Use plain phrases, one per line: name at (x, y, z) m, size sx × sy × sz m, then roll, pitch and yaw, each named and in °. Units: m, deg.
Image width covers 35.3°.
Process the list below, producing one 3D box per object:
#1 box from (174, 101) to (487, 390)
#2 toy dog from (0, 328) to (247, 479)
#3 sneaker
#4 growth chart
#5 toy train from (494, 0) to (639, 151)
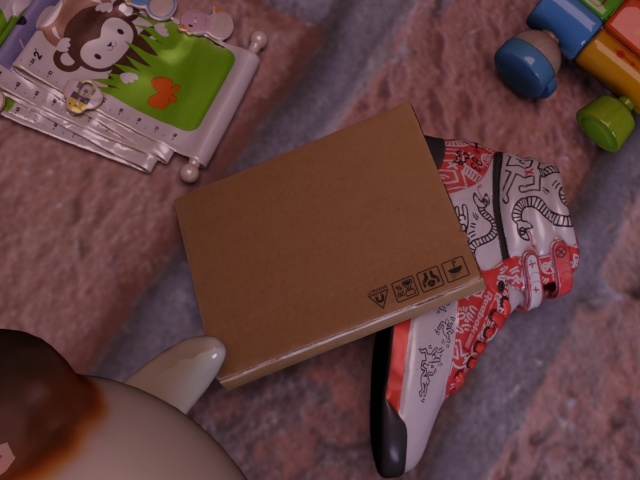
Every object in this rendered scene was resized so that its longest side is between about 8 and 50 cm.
box at (0.000, 0.000, 0.741) m, size 0.201 × 0.021 × 0.164 m, roll -22°, pitch 59°, yaw 8°
toy dog at (-0.146, 0.194, 0.505) m, size 0.395 × 0.408 × 0.284 m, roll -34°, pitch 90°, yaw -25°
sneaker at (0.120, 0.051, 0.765) m, size 0.145 × 0.090 × 0.270 m, roll 9°, pitch 70°, yaw -4°
growth chart at (-0.173, -0.142, 0.813) m, size 0.237 × 0.021 × 0.171 m, roll 17°, pitch 71°, yaw -4°
toy train at (0.277, -0.129, 0.841) m, size 0.248 × 0.105 × 0.143 m, roll 42°, pitch 83°, yaw 5°
